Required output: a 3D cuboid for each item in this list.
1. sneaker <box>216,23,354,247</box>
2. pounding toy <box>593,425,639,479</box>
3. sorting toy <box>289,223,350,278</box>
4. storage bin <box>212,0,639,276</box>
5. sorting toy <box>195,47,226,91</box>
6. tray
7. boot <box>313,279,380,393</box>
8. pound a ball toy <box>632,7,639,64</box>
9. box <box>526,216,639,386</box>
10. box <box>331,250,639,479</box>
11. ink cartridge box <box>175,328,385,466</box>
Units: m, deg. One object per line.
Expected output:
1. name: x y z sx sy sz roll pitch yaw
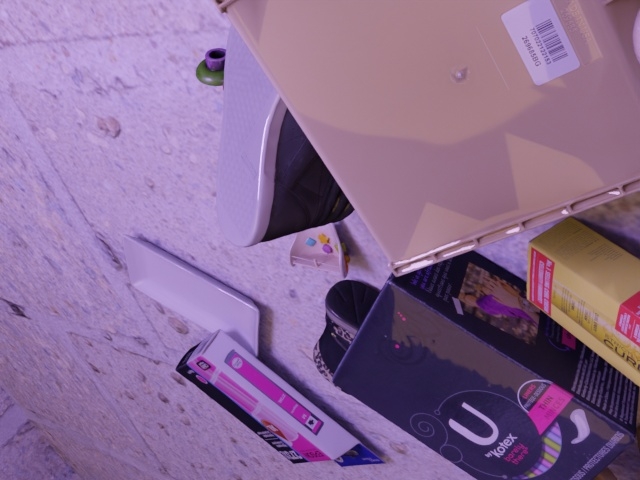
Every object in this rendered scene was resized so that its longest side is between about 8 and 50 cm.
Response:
1. sneaker: -0.011 -0.139 0.697 0.105 0.147 0.295 29 115 43
2. pounding toy: 0.332 0.310 0.836 0.154 0.155 0.269 67 168 -18
3. sorting toy: 0.000 0.000 0.879 0.083 0.045 0.075 12 129 33
4. storage bin: 0.106 -0.141 0.509 0.260 0.123 0.262 -22 114 28
5. sorting toy: -0.090 -0.184 0.739 0.102 0.061 0.042 39 148 32
6. tray: -0.208 0.086 1.159 0.270 0.030 0.145 27 143 15
7. boot: 0.094 0.170 0.945 0.236 0.085 0.178 36 147 12
8. pound a ball toy: 0.114 -0.242 0.293 0.208 0.136 0.319 15 112 10
9. box: 0.283 0.075 0.614 0.232 0.058 0.087 46 157 44
10. box: 0.176 0.137 0.753 0.270 0.143 0.165 32 126 11
11. ink cartridge box: -0.075 0.304 1.228 0.371 0.069 0.176 38 150 -9
